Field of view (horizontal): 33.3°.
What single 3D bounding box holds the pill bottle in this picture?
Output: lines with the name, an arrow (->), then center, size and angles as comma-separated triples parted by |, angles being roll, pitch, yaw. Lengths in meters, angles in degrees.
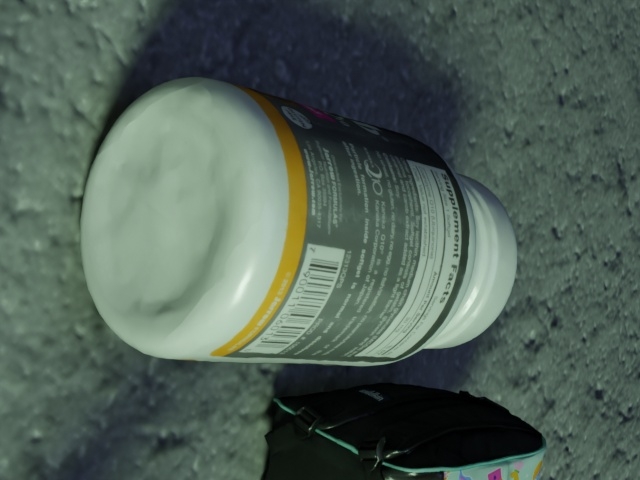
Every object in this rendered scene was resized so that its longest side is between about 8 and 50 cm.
pill bottle -> 0.000, 0.000, 0.691 | 0.278, 0.162, 0.162 | 9, 90, -49

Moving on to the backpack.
backpack -> 0.069, 0.180, 0.796 | 0.188, 0.166, 0.144 | -9, 105, -43
